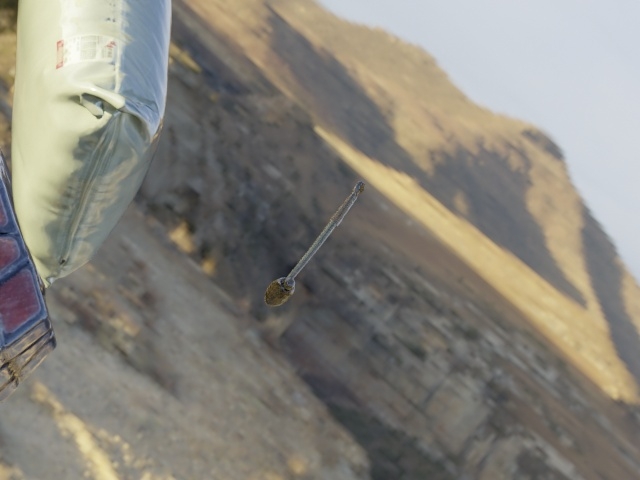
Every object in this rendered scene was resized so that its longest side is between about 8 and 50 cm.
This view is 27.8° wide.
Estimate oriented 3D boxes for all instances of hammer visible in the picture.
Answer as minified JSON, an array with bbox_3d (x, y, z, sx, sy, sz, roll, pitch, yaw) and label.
[{"bbox_3d":[0.000,0.000,0.800,0.014,0.029,0.123,44,45,-5],"label":"hammer"}]

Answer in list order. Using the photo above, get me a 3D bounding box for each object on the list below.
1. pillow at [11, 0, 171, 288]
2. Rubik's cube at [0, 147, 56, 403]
[{"bbox_3d":[-0.119,-0.115,0.681,0.078,0.144,0.254,6,52,-12],"label":"pillow"},{"bbox_3d":[-0.374,0.039,1.091,0.319,0.264,0.319,163,-90,-80],"label":"Rubik's cube"}]
